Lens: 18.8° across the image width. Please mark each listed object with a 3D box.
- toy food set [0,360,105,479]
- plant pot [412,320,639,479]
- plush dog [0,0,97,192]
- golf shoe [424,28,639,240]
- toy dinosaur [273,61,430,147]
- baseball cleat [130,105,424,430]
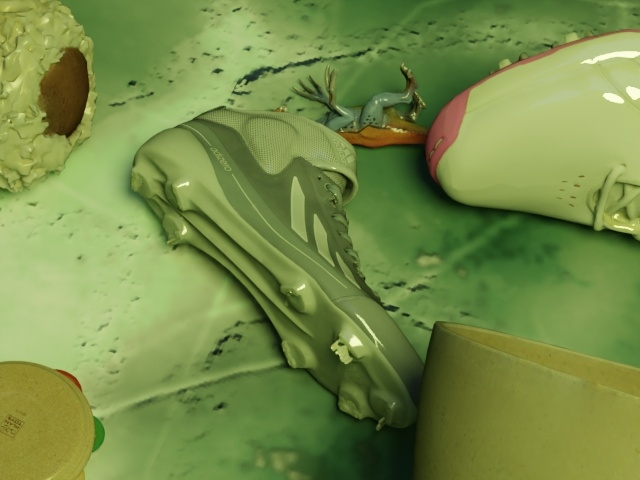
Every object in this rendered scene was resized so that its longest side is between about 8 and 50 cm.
[{"bbox_3d":[-0.145,0.093,0.916,0.083,0.020,0.083,12,55,6],"label":"toy food set"},{"bbox_3d":[0.156,0.161,0.762,0.284,0.284,0.191,16,90,8],"label":"plant pot"},{"bbox_3d":[-0.272,-0.108,0.953,0.210,0.262,0.225,3,36,41],"label":"plush dog"},{"bbox_3d":[0.208,-0.033,0.970,0.306,0.115,0.140,-4,59,-5],"label":"golf shoe"},{"bbox_3d":[0.015,-0.063,1.022,0.082,0.047,0.090,-33,72,-3],"label":"toy dinosaur"},{"bbox_3d":[0.000,0.000,0.959,0.109,0.072,0.206,-34,67,-30],"label":"baseball cleat"}]
